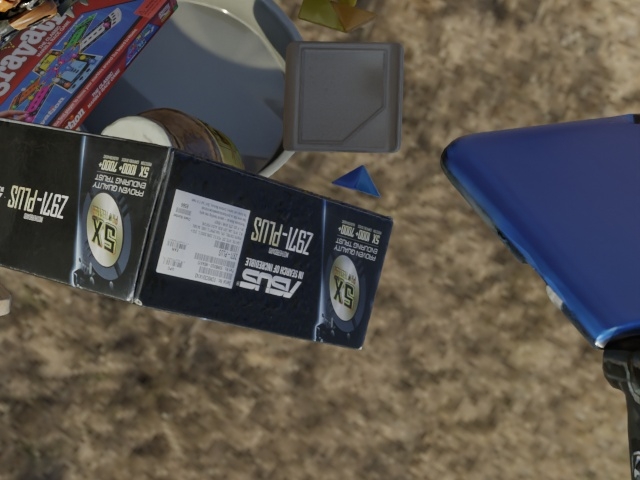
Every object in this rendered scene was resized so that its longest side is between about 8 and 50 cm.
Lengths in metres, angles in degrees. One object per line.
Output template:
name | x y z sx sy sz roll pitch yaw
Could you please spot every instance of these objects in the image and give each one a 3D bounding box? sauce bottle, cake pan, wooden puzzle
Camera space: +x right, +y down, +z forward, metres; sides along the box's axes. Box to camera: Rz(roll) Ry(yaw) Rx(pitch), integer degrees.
sauce bottle | -0.142 -0.069 1.437 0.111 0.111 0.344 -62 177 1
cake pan | -0.154 -0.175 1.716 0.293 0.293 0.054 -45 175 -22
wooden puzzle | 0.014 -0.087 0.903 0.014 0.078 0.116 29 69 -79

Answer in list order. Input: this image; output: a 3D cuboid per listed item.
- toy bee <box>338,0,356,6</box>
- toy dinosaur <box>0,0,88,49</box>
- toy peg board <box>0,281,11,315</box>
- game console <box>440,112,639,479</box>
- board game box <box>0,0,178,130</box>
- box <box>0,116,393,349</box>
toy bee | 0.000 -0.239 0.914 0.298 0.162 0.195 -15 104 -38
toy dinosaur | -0.232 -0.177 0.948 0.164 0.322 0.218 53 57 -27
toy peg board | -0.338 0.046 1.105 0.160 0.161 0.079 -11 127 -36
game console | 0.225 0.063 0.699 0.293 0.173 0.250 -8 98 -24
board game box | -0.284 -0.181 1.581 0.281 0.145 0.027 -56 150 -31
box | -0.076 -0.002 0.799 0.180 0.147 0.078 16 87 -50
